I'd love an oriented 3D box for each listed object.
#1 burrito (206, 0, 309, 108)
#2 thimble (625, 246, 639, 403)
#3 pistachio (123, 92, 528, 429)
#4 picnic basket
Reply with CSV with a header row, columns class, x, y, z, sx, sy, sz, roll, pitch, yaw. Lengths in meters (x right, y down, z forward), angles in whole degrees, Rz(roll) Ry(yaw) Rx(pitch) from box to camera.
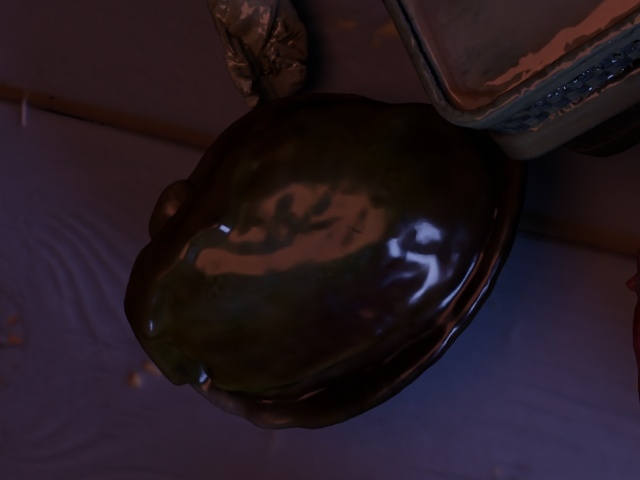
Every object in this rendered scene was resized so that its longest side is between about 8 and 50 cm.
class,x,y,z,sx,sy,sz,roll,pitch,yaw
burrito,-0.040,-0.139,0.769,0.055,0.041,0.149,-21,72,16
thimble,0.213,0.059,0.545,0.163,0.125,0.189,-37,68,22
pistachio,0.000,0.000,0.684,0.210,0.130,0.165,-24,71,20
picnic basket,0.100,-0.173,0.622,0.165,0.139,0.266,-33,70,27
